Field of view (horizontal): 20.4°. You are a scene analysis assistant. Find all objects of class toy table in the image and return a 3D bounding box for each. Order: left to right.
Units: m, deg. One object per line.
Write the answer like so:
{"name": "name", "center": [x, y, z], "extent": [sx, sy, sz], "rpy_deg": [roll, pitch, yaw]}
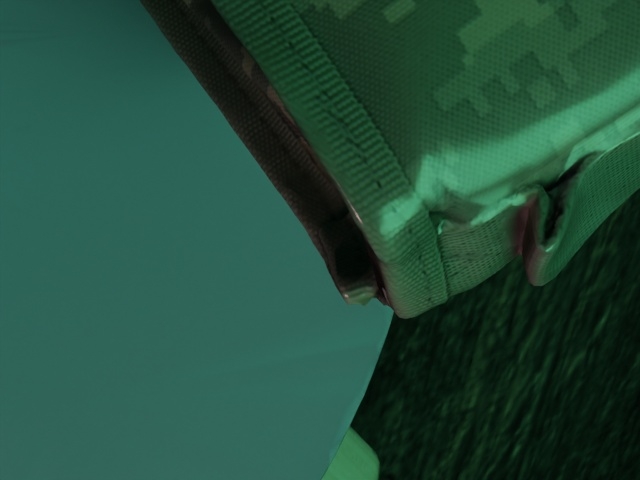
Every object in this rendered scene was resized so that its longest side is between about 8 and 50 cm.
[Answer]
{"name": "toy table", "center": [-0.085, 0.019, 0.523], "extent": [0.274, 0.252, 0.161], "rpy_deg": [-60, -178, -31]}

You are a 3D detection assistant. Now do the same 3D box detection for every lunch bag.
{"name": "lunch bag", "center": [0.041, -0.143, 0.417], "extent": [0.235, 0.287, 0.169], "rpy_deg": [-33, 158, -4]}
